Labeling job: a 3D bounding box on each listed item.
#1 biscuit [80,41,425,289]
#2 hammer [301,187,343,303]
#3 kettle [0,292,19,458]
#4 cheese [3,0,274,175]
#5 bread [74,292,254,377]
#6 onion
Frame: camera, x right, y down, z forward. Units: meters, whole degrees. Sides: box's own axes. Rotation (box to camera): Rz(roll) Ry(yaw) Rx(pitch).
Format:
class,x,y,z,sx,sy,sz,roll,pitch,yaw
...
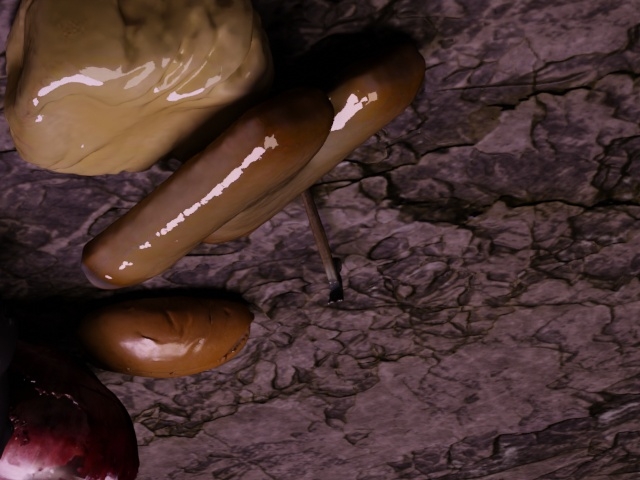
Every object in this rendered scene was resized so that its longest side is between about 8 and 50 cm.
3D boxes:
class,x,y,z,sx,sy,sz,roll,pitch,yaw
biscuit,-0.055,-0.059,1.556,0.291,0.062,0.237,-38,174,39
hammer,0.000,0.000,1.782,0.017,0.062,0.182,-11,143,6
kettle,-0.427,0.124,1.715,0.290,0.268,0.207,-3,180,-16
cheese,-0.147,-0.136,1.469,0.214,0.117,0.226,-1,154,-17
bread,-0.163,0.105,1.905,0.189,0.077,0.114,-3,145,-1
onion,-0.311,0.211,1.888,0.252,0.219,0.252,20,179,0
